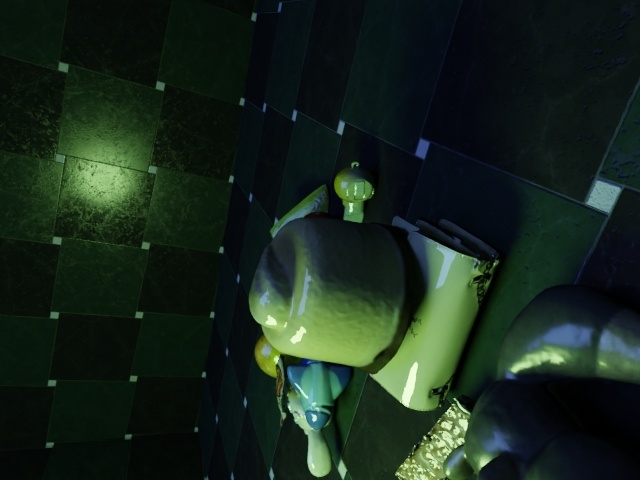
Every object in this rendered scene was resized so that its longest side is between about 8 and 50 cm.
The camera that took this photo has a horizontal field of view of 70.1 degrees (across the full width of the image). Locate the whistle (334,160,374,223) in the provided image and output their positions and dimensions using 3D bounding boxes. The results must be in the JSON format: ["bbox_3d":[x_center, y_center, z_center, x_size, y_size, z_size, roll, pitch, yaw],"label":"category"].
[{"bbox_3d":[0.098,-0.134,1.368,0.123,0.123,0.223,-124,28,-53],"label":"whistle"}]

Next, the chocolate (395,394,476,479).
[{"bbox_3d":[0.259,0.442,0.961,0.102,0.065,0.329,39,128,22],"label":"chocolate"}]

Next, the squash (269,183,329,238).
[{"bbox_3d":[-0.027,-0.045,1.710,0.289,0.203,0.111,-37,43,14],"label":"squash"}]

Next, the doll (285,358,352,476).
[{"bbox_3d":[-0.031,0.476,1.447,0.376,0.187,0.365,39,129,44],"label":"doll"}]

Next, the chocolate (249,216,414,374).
[{"bbox_3d":[0.001,0.092,0.957,0.326,0.297,0.314,-155,78,-74],"label":"chocolate"}]

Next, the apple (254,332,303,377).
[{"bbox_3d":[-0.145,0.415,1.706,0.196,0.196,0.196,-176,90,-66],"label":"apple"}]

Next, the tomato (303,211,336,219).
[{"bbox_3d":[0.000,0.000,1.515,0.195,0.136,0.195,-179,90,-65],"label":"tomato"}]

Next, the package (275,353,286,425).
[{"bbox_3d":[-0.135,0.517,1.564,0.154,0.030,0.239,-102,13,-45],"label":"package"}]

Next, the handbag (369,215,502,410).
[{"bbox_3d":[0.221,0.149,0.982,0.237,0.160,0.358,42,124,55],"label":"handbag"}]

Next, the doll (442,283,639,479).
[{"bbox_3d":[0.349,0.264,0.586,0.382,0.252,0.378,20,104,58],"label":"doll"}]
